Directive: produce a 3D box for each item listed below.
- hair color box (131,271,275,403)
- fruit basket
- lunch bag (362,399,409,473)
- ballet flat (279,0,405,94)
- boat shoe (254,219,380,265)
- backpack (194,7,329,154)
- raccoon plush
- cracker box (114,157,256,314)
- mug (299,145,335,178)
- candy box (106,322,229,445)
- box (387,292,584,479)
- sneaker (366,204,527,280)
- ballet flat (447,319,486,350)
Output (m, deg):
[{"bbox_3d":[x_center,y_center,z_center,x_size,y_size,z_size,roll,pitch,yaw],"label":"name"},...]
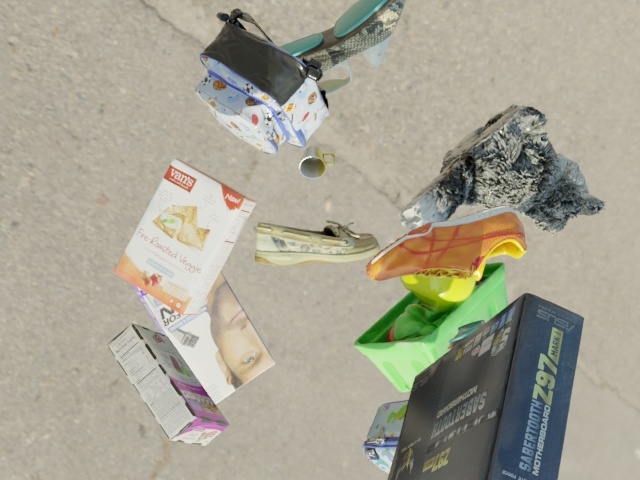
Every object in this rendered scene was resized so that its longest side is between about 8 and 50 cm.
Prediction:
[{"bbox_3d":[-0.272,0.190,2.026,0.185,0.110,0.339,-33,99,-17],"label":"hair color box"},{"bbox_3d":[0.262,0.128,2.054,0.392,0.283,0.392,8,78,-40],"label":"fruit basket"},{"bbox_3d":[0.177,0.300,1.184,0.219,0.176,0.090,36,64,-16],"label":"lunch bag"},{"bbox_3d":[0.049,-0.489,2.252,0.182,0.483,0.164,51,22,-30],"label":"ballet flat"},{"bbox_3d":[0.000,0.000,1.815,0.285,0.104,0.089,-4,98,-30],"label":"boat shoe"},{"bbox_3d":[-0.107,-0.298,1.800,0.213,0.276,0.263,-51,153,2],"label":"backpack"},{"bbox_3d":[0.375,-0.067,1.811,0.446,0.216,0.299,-41,99,-19],"label":"raccoon plush"},{"bbox_3d":[-0.237,-0.006,1.531,0.232,0.155,0.067,-62,164,3],"label":"cracker box"},{"bbox_3d":[-0.011,-0.183,2.018,0.062,0.078,0.064,-58,-161,34],"label":"mug"},{"bbox_3d":[-0.290,0.277,1.670,0.071,0.233,0.159,-40,156,2],"label":"candy box"},{"bbox_3d":[0.124,0.170,0.731,0.233,0.059,0.183,123,-12,-59],"label":"box"},{"bbox_3d":[0.133,0.014,0.903,0.175,0.067,0.064,-16,164,-6],"label":"sneaker"},{"bbox_3d":[0.206,0.141,1.121,0.206,0.073,0.067,5,65,-76],"label":"ballet flat"}]
